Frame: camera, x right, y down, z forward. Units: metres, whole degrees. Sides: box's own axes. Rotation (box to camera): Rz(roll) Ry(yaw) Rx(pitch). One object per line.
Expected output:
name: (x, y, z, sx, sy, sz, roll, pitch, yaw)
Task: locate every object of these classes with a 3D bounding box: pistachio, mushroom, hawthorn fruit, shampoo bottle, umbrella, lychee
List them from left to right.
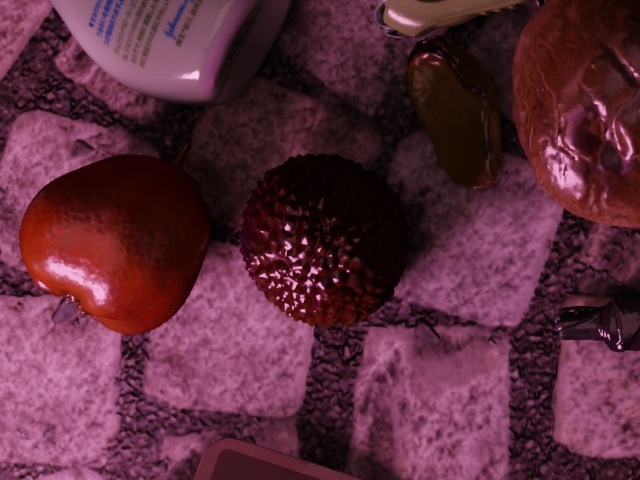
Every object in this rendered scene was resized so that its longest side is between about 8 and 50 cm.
shampoo bottle: (-0.213, -0.296, 1.874, 0.350, 0.151, 0.221, 30, 99, 15)
hawthorn fruit: (-0.199, -0.018, 1.835, 0.196, 0.196, 0.225, 34, 79, 15)
lychee: (0.000, 0.000, 1.776, 0.188, 0.188, 0.188, -1, 85, 15)
pistachio: (0.151, -0.136, 1.812, 0.089, 0.049, 0.173, -28, 79, 34)
mushroom: (0.319, -0.143, 1.718, 0.278, 0.146, 0.278, 1, 92, 18)
umbrella: (0.352, 0.085, 1.734, 0.236, 0.059, 0.066, -3, 67, 14)

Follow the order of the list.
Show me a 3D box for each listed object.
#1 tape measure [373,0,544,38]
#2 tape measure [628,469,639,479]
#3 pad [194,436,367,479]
tape measure: (0.127, -0.289, 1.812, 0.178, 0.087, 0.154, -16, 93, 15)
tape measure: (0.312, 0.361, 1.695, 0.207, 0.115, 0.235, -35, 73, 4)
pad: (-0.014, 0.316, 1.785, 0.266, 0.002, 0.176, 18, 71, 3)
